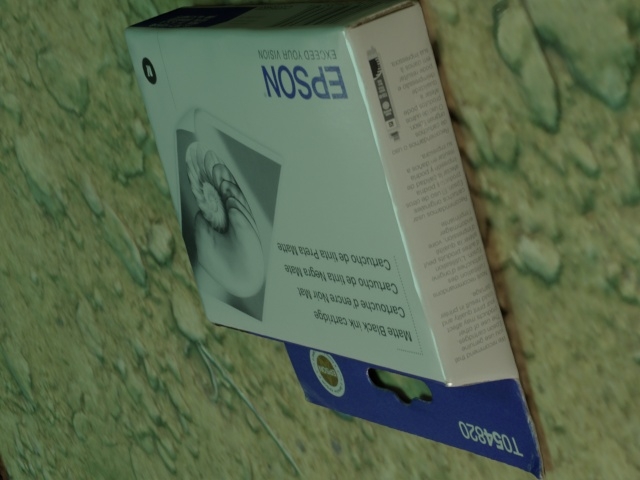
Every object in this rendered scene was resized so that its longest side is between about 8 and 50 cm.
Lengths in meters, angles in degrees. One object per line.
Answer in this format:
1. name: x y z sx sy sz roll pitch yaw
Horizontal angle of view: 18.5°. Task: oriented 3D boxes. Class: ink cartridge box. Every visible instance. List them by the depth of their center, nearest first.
1. ink cartridge box: 0.000 0.000 0.915 0.223 0.045 0.224 8 119 60

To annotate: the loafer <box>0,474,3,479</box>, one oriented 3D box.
1. loafer: -0.326 0.241 1.630 0.366 0.130 0.134 66 154 1
